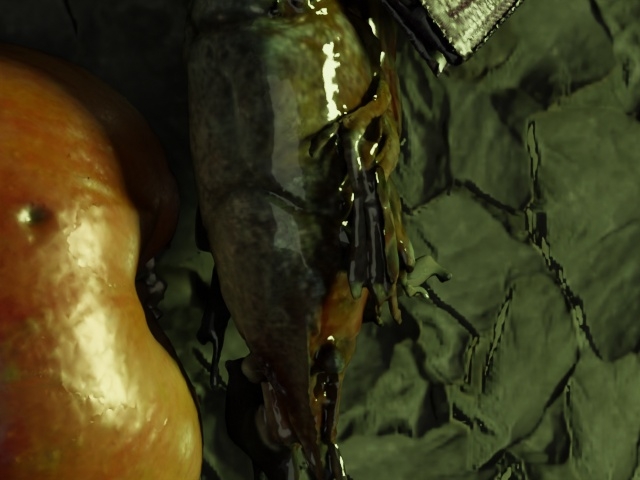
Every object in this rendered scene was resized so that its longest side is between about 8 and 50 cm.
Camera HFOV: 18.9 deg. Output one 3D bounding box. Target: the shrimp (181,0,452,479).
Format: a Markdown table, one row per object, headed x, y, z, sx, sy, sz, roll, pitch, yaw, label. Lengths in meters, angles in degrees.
| x | y | z | sx | sy | sz | roll | pitch | yaw | label |
| --- | --- | --- | --- | --- | --- | --- | --- | --- | --- |
| -0.007 | 0.000 | 0.931 | 0.116 | 0.145 | 0.343 | -1 | 91 | 16 | shrimp |

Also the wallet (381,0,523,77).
| x | y | z | sx | sy | sz | roll | pitch | yaw | label |
| --- | --- | --- | --- | --- | --- | --- | --- | --- | --- |
| 0.073 | -0.165 | 0.937 | 0.111 | 0.030 | 0.166 | 54 | 50 | -12 | wallet |

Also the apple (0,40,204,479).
| x | y | z | sx | sy | sz | roll | pitch | yaw | label |
| --- | --- | --- | --- | --- | --- | --- | --- | --- | --- |
| -0.180 | 0.060 | 0.867 | 0.251 | 0.163 | 0.293 | -16 | 99 | 5 | apple |
